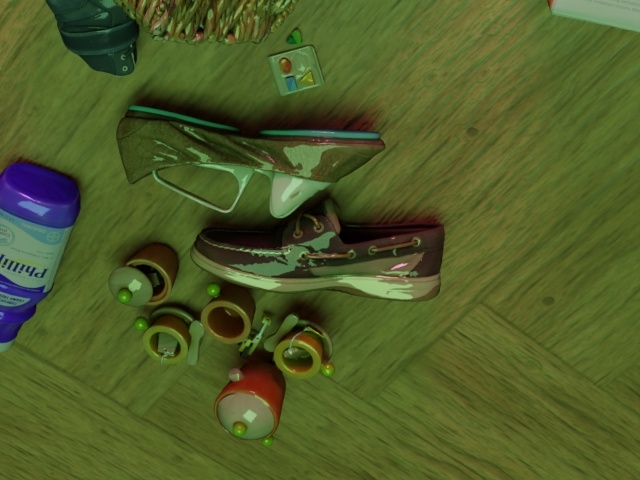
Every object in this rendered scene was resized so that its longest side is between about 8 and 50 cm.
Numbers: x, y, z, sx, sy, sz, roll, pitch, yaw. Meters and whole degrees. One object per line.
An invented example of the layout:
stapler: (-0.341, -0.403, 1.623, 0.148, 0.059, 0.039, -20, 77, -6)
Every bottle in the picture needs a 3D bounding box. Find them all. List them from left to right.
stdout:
bottle: (-0.419, 0.031, 1.604, 0.118, 0.092, 0.283, 20, 121, -12)

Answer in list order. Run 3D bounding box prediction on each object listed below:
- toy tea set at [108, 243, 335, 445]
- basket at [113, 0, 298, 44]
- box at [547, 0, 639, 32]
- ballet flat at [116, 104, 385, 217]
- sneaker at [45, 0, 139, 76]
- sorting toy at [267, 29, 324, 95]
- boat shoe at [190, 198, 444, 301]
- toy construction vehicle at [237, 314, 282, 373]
toy tea set: (-0.157, 0.152, 1.626, 0.336, 0.124, 0.200, 30, 124, -3)
basket: (-0.117, -0.386, 1.233, 0.213, 0.223, 0.299, -11, 133, -43)
box: (0.354, -0.417, 1.213, 0.168, 0.215, 0.345, 11, 122, -5)
ballet flat: (-0.092, -0.094, 1.486, 0.342, 0.116, 0.124, 6, 93, -1)
sneaker: (-0.212, -0.289, 1.399, 0.226, 0.086, 0.163, -13, 131, 1)
sorting toy: (-0.035, -0.224, 1.472, 0.062, 0.012, 0.083, -12, 122, 10)
boat shoe: (0.000, 0.000, 1.565, 0.341, 0.123, 0.123, 7, 109, -2)
toy construction vehicle: (-0.074, 0.159, 1.709, 0.086, 0.035, 0.098, 29, 119, -16)
